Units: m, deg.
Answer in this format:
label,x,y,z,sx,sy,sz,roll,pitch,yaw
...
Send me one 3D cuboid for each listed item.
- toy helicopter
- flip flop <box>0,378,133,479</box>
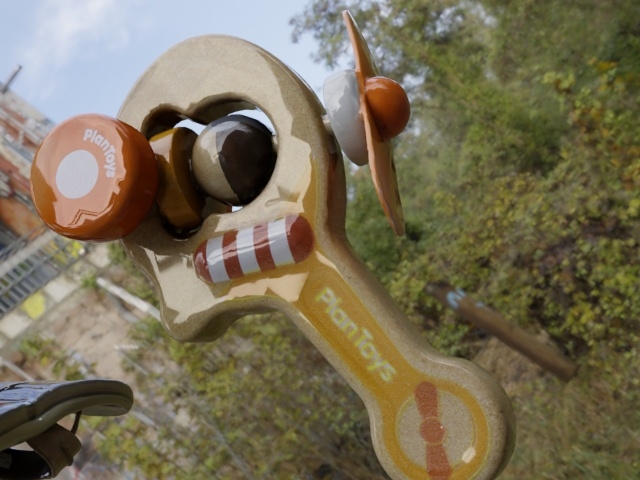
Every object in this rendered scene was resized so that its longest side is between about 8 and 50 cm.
label,x,y,z,sx,sy,sz,roll,pitch,yaw
toy helicopter,0.000,0.000,0.490,0.235,0.355,0.140,-44,-19,8
flip flop,-0.237,0.155,0.597,0.277,0.112,0.080,17,-110,-82
